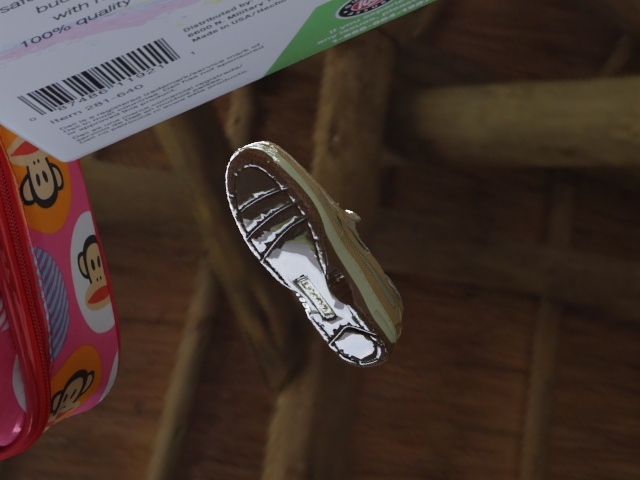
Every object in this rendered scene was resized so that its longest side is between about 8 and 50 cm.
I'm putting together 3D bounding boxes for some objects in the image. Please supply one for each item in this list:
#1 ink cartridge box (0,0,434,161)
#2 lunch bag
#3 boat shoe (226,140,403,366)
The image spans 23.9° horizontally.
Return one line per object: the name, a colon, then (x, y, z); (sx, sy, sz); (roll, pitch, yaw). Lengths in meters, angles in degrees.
ink cartridge box: (-0.064, -0.141, 0.523); (0.201, 0.278, 0.117); (-23, -102, 5)
lunch bag: (-0.265, -0.007, 0.814); (0.293, 0.120, 0.258); (-7, -80, 22)
boat shoe: (0.000, 0.000, 1.074); (0.068, 0.190, 0.072); (-10, -148, 36)
